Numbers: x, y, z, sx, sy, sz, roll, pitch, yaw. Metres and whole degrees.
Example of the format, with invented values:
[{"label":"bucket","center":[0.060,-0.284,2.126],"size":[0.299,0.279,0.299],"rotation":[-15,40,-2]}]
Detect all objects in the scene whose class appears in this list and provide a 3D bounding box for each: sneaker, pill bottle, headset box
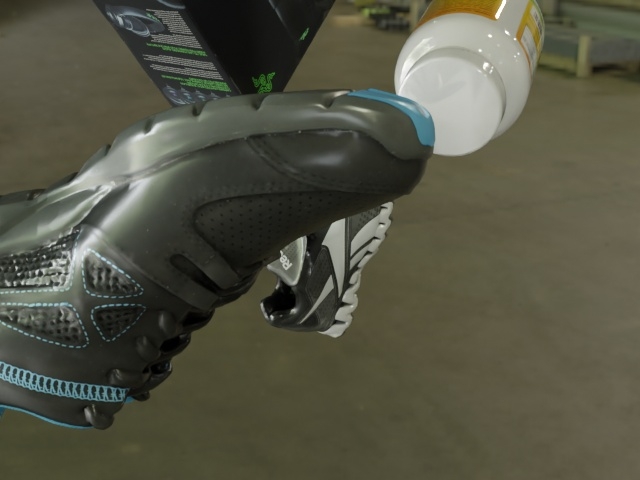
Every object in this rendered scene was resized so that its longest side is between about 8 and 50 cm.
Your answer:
[{"label":"sneaker","center":[-0.091,0.018,0.582],"size":[0.341,0.139,0.125],"rotation":[-18,-5,22]},{"label":"pill bottle","center":[0.152,-0.180,1.159],"size":[0.136,0.136,0.245],"rotation":[5,29,15]},{"label":"sneaker","center":[0.000,0.000,1.087],"size":[0.106,0.234,0.078],"rotation":[-3,36,-30]},{"label":"headset box","center":[-0.104,-0.293,1.173],"size":[0.131,0.283,0.246],"rotation":[13,63,32]}]
